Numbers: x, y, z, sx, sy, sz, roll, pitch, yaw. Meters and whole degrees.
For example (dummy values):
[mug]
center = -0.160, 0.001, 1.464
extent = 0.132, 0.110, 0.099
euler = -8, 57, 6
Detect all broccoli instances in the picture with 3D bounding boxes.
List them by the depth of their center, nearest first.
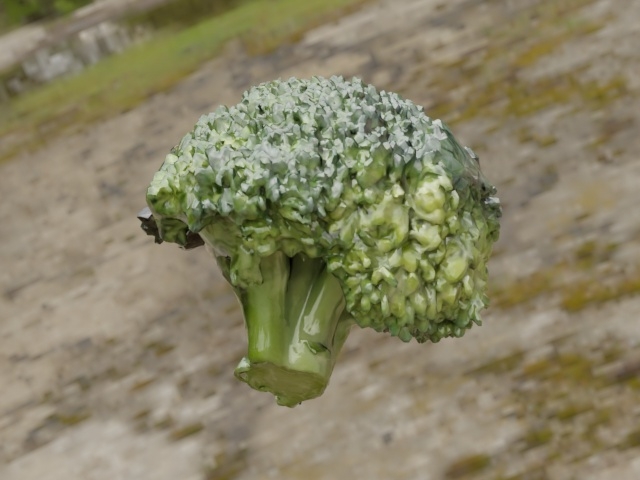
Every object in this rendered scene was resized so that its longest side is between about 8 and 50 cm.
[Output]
[broccoli]
center = 0.001, -0.002, 0.956
extent = 0.198, 0.226, 0.176
euler = 21, 50, 4
